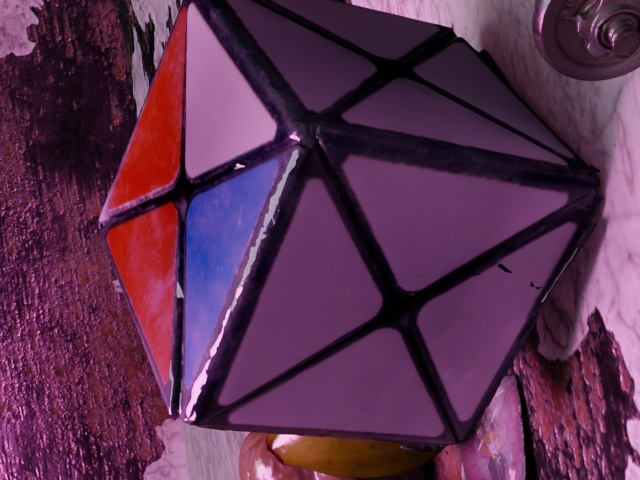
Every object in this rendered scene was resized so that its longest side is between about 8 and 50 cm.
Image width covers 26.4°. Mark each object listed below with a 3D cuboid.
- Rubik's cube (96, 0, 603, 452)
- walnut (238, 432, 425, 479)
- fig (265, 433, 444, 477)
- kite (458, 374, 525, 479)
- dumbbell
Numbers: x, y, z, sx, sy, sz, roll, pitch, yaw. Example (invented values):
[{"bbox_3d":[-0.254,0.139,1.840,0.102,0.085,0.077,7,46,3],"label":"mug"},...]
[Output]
[{"bbox_3d":[0.012,-0.022,1.207,0.305,0.310,0.307,-66,32,26],"label":"Rubik's cube"},{"bbox_3d":[0.012,0.270,1.625,0.224,0.224,0.224,172,90,-74],"label":"walnut"},{"bbox_3d":[0.036,0.167,1.459,0.203,0.225,0.203,52,162,24],"label":"fig"},{"bbox_3d":[0.194,0.310,1.369,0.204,0.022,0.360,118,143,-66],"label":"kite"},{"bbox_3d":[0.187,-0.218,1.018,0.254,0.110,0.110,-104,16,-46],"label":"dumbbell"}]
